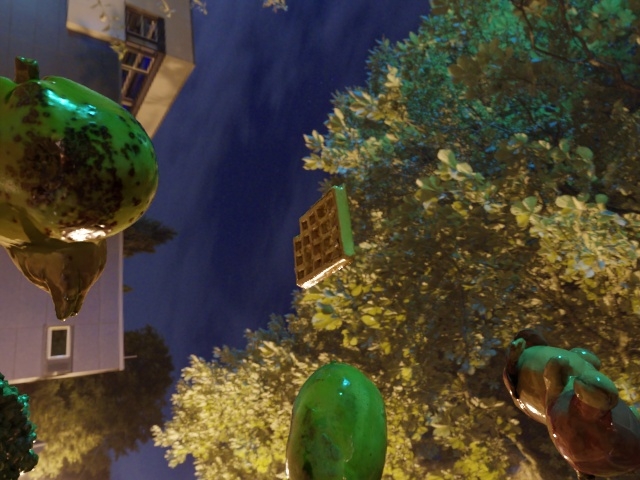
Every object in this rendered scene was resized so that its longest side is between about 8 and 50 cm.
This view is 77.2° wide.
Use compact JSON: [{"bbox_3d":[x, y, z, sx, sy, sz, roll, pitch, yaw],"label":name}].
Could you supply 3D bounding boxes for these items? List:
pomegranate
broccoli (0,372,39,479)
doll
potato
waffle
[{"bbox_3d":[-0.318,-0.048,0.463,0.221,0.204,0.277,10,-98,19],"label":"pomegranate"},{"bbox_3d":[-0.504,0.221,0.434,0.334,0.271,0.324,21,-55,62],"label":"broccoli"},{"bbox_3d":[0.400,0.248,0.651,0.256,0.152,0.196,-118,-174,-85],"label":"doll"},{"bbox_3d":[0.034,0.399,0.802,0.216,0.215,0.305,-52,-159,36],"label":"potato"},{"bbox_3d":[0.000,0.000,0.474,0.135,0.021,0.092,-36,-123,59],"label":"waffle"}]
